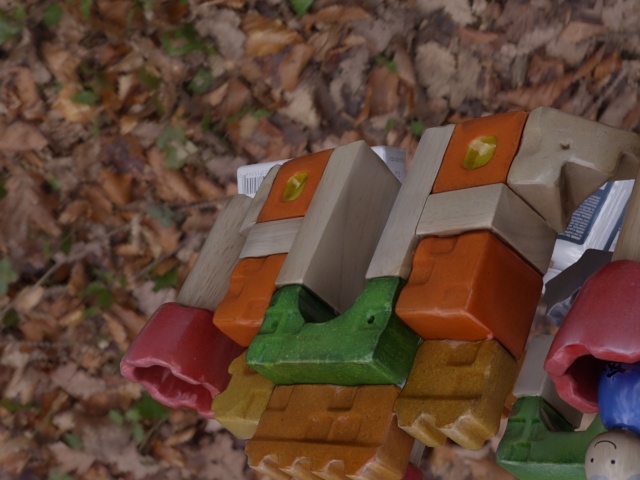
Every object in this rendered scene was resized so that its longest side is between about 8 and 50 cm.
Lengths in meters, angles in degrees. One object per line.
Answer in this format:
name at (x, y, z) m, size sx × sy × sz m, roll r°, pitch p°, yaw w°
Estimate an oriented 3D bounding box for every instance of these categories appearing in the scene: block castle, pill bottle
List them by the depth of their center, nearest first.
block castle at (0.104, 0.104, 0.729) m, size 0.453 × 0.213 × 0.303 m, roll -7°, pitch 140°, yaw 47°
pill bottle at (0.358, 0.000, 1.482) m, size 0.108 × 0.108 × 0.180 m, roll 28°, pitch 83°, yaw 1°

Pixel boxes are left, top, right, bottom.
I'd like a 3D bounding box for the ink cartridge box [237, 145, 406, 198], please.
ink cartridge box at (0.000, 0.000, 1.765) m, size 0.296 × 0.066 × 0.261 m, roll -5°, pitch 85°, yaw 39°
